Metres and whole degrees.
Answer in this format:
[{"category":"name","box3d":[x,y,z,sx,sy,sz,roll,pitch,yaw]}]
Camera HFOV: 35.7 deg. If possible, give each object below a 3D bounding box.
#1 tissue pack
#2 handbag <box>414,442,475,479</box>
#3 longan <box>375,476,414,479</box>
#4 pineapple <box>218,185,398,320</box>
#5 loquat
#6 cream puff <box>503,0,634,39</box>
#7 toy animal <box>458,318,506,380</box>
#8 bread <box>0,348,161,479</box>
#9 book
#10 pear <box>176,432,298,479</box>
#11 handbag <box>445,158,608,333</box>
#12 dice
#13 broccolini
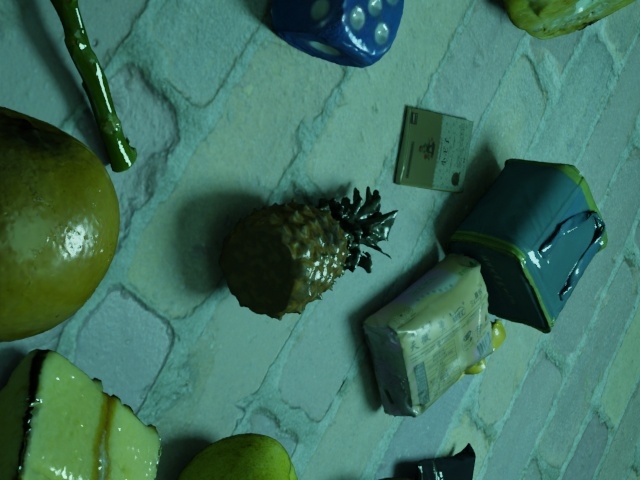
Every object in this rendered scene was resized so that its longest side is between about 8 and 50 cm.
[{"category":"tissue pack","box3d":[0.204,0.174,1.792,0.257,0.123,0.215,-36,123,-38]},{"category":"handbag","box3d":[0.226,0.535,1.936,0.211,0.089,0.254,-1,100,-54]},{"category":"longan","box3d":[0.143,0.541,1.727,0.258,0.258,0.258,-15,111,-46]},{"category":"pineapple","box3d":[0.000,0.000,1.514,0.340,0.169,0.169,-27,120,-54]},{"category":"loquat","box3d":[-0.342,-0.022,1.018,0.263,0.263,0.263,-15,111,-46]},{"category":"cream puff","box3d":[0.458,-0.539,1.822,0.324,0.291,0.257,-16,82,-30]},{"category":"toy animal","box3d":[0.305,0.227,1.966,0.159,0.070,0.083,-53,136,-18]},{"category":"bread","box3d":[-0.291,0.288,1.222,0.263,0.198,0.236,52,54,-44]},{"category":"book","box3d":[0.208,-0.159,1.791,0.199,0.016,0.138,4,97,-49]},{"category":"pear","box3d":[-0.119,0.382,1.441,0.197,0.197,0.197,-15,111,-46]},{"category":"handbag","box3d":[0.395,0.004,1.893,0.241,0.222,0.263,-48,131,-23]},{"category":"dice","box3d":[0.025,-0.339,1.440,0.143,0.146,0.146,19,85,-51]},{"category":"broccolini","box3d":[-0.295,-0.262,1.182,0.074,0.079,0.392,-52,142,-41]}]
